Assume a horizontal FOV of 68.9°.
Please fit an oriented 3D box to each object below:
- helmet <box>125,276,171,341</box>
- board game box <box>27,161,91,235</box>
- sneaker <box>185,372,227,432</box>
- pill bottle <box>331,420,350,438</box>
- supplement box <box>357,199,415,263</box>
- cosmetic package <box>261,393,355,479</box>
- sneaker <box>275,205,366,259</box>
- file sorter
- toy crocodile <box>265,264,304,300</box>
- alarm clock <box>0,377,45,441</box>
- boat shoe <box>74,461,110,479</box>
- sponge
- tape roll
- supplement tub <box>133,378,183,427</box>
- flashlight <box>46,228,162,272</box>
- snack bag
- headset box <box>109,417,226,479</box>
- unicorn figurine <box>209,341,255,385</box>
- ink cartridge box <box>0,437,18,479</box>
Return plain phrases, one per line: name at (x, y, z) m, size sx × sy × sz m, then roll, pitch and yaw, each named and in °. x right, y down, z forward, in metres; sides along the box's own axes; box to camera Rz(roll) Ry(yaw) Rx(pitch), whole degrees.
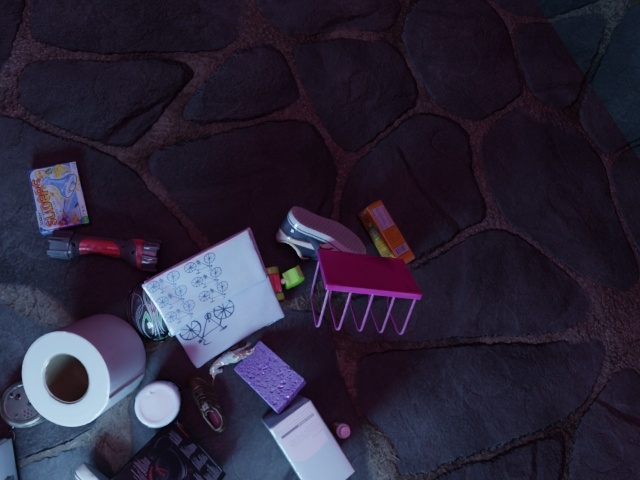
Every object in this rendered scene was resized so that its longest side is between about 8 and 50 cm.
helmet at (-0.473, 0.195, 1.331) m, size 0.169 × 0.162 × 0.170 m, roll 5°, pitch 52°, yaw -6°
board game box at (-0.788, -0.129, 1.410) m, size 0.136 × 0.035 × 0.201 m, roll -15°, pitch 80°, yaw -17°
sneaker at (-0.327, 0.467, 1.351) m, size 0.066 × 0.071 × 0.189 m, roll -34°, pitch 87°, yaw -12°
pill bottle at (0.064, 0.575, 1.416) m, size 0.043 × 0.083 × 0.044 m, roll 3°, pitch 76°, yaw -12°
supplement box at (0.224, -0.016, 1.601) m, size 0.080 × 0.078 × 0.234 m, roll -25°, pitch 82°, yaw -29°
cosmetic package at (-0.041, 0.572, 1.316) m, size 0.138 × 0.224 × 0.225 m, roll -31°, pitch 86°, yaw -18°
sneaker at (0.000, 0.000, 1.533) m, size 0.321 × 0.127 × 0.126 m, roll 25°, pitch 35°, yaw -29°
file sorter at (0.126, 0.168, 1.453) m, size 0.290 × 0.202 × 0.183 m, roll 7°, pitch 118°, yaw -12°
toy crocodile at (-0.217, 0.145, 1.444) m, size 0.340 × 0.105 × 0.115 m, roll -9°, pitch 78°, yaw -15°
alarm clock at (-0.795, 0.452, 1.252) m, size 0.129 × 0.064 × 0.192 m, roll 27°, pitch 75°, yaw -6°
boat shoe at (-0.551, 0.748, 1.197) m, size 0.340 × 0.127 × 0.158 m, roll 47°, pitch 64°, yaw 0°
sponge at (-0.151, 0.396, 1.371) m, size 0.210 × 0.031 × 0.117 m, roll 30°, pitch 66°, yaw 37°
tape roll at (-0.609, 0.330, 1.219) m, size 0.245 × 0.169 × 0.247 m, roll 1°, pitch 96°, yaw 9°
supplement tub at (-0.436, 0.438, 1.272) m, size 0.116 × 0.190 × 0.117 m, roll 3°, pitch 76°, yaw -12°
flashlight at (-0.630, 0.031, 1.375) m, size 0.303 × 0.103 × 0.104 m, roll 6°, pitch 78°, yaw -13°
snack bag at (-0.283, 0.175, 1.320) m, size 0.322 × 0.037 × 0.343 m, roll -29°, pitch 123°, yaw -20°
headset box at (-0.407, 0.633, 1.179) m, size 0.110 × 0.293 × 0.218 m, roll -43°, pitch 89°, yaw 21°
unicorn figurine at (-0.268, 0.351, 1.387) m, size 0.111 × 0.162 × 0.060 m, roll -29°, pitch 76°, yaw -45°
ink cartridge box at (-0.868, 0.676, 1.128) m, size 0.225 × 0.131 × 0.307 m, roll -12°, pitch 86°, yaw -14°
